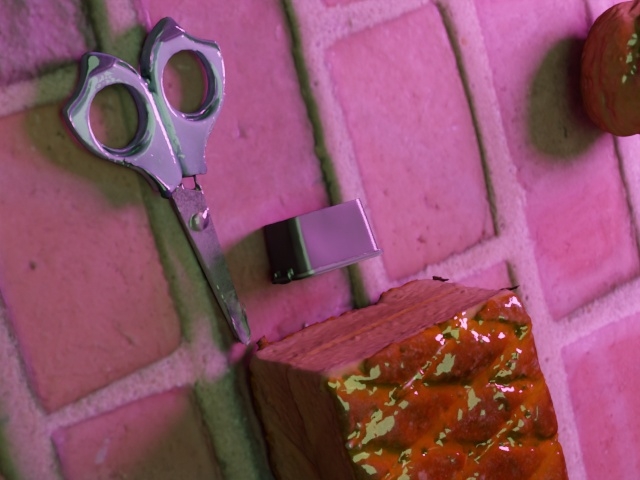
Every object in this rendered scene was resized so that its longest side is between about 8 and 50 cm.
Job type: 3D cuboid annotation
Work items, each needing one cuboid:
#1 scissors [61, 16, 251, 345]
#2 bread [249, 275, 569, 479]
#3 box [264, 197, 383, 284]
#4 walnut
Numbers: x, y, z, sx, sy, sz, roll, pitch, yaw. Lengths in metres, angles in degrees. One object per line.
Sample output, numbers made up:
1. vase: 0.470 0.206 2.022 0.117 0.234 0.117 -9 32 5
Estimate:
1. scissors: -0.139 -0.048 1.445 0.191 0.029 0.360 -29 106 -30
2. bread: 0.100 0.213 1.501 0.279 0.207 0.279 -19 102 -31
3. box: 0.000 0.000 1.506 0.122 0.084 0.069 -17 93 -32
4. walnut: 0.404 -0.220 1.718 0.155 0.155 0.184 3 95 -32
